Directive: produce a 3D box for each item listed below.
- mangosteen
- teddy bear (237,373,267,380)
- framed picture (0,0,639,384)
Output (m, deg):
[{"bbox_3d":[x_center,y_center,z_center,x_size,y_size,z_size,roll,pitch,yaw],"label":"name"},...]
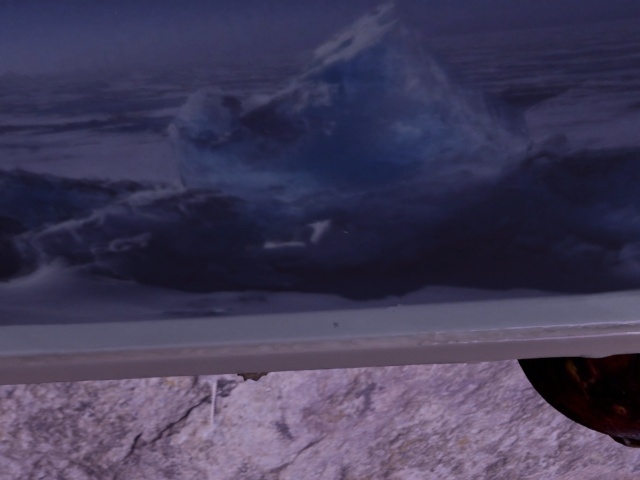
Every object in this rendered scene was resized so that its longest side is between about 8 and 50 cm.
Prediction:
[{"bbox_3d":[0.242,0.054,0.739,0.209,0.210,0.210,-11,136,-11],"label":"mangosteen"},{"bbox_3d":[-0.003,0.006,0.642,0.251,0.129,0.182,-39,98,24],"label":"teddy bear"},{"bbox_3d":[-0.030,-0.037,0.420,0.445,0.028,0.326,-4,140,9],"label":"framed picture"}]
